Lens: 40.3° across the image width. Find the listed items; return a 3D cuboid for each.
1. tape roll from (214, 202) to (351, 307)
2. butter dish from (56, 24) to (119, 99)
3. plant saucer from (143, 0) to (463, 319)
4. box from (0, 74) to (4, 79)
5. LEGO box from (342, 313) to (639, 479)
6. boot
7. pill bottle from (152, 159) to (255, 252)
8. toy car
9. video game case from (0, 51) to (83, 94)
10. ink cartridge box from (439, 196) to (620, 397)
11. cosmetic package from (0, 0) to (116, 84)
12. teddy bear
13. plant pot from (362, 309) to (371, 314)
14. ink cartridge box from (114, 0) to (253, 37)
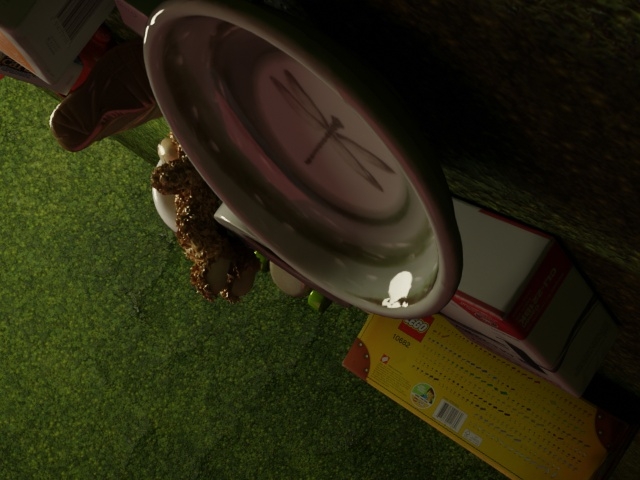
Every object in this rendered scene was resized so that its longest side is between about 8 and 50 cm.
[{"bbox_3d":[-0.012,-0.036,1.291,0.246,0.169,0.246,34,174,4],"label":"tape roll"},{"bbox_3d":[-0.385,-0.307,1.437,0.160,0.118,0.160,35,-143,-16],"label":"butter dish"},{"bbox_3d":[-0.003,-0.094,0.873,0.400,0.100,0.400,36,156,19],"label":"plant saucer"},{"bbox_3d":[-0.627,-0.395,1.454,0.300,0.142,0.154,48,-170,32],"label":"box"},{"bbox_3d":[0.343,0.304,1.710,0.500,0.193,0.372,31,-178,25],"label":"LEGO box"},{"bbox_3d":[-0.253,-0.233,1.290,0.095,0.262,0.203,56,-148,-4],"label":"boot"},{"bbox_3d":[-0.184,-0.066,1.736,0.210,0.210,0.363,32,174,13],"label":"pill bottle"},{"bbox_3d":[0.000,0.000,1.514,0.155,0.188,0.149,33,140,18],"label":"toy car"},{"bbox_3d":[-0.489,-0.335,1.220,0.244,0.061,0.269,11,-145,-48],"label":"video game case"},{"bbox_3d":[0.233,0.069,1.096,0.197,0.114,0.273,27,172,43],"label":"ink cartridge box"},{"bbox_3d":[-0.460,-0.387,0.972,0.453,0.161,0.230,35,173,-2],"label":"cosmetic package"},{"bbox_3d":[-0.191,-0.056,1.408,0.245,0.113,0.338,-26,-83,-66],"label":"teddy bear"},{"bbox_3d":[0.095,0.081,1.882,0.237,0.109,0.237,33,173,5],"label":"plant pot"},{"bbox_3d":[-0.146,-0.243,0.956,0.171,0.056,0.235,35,175,-3],"label":"ink cartridge box"}]
